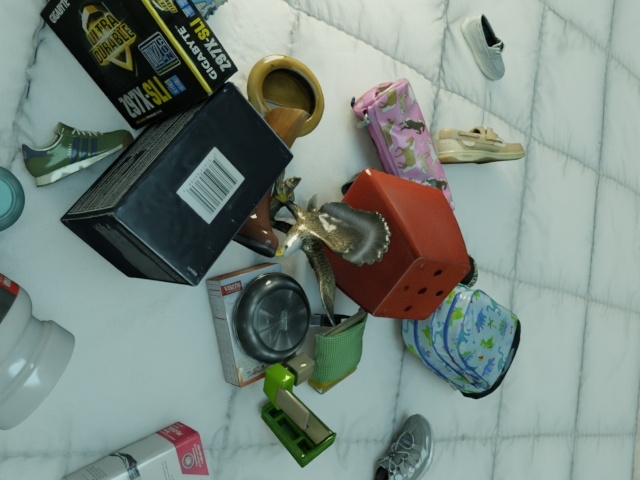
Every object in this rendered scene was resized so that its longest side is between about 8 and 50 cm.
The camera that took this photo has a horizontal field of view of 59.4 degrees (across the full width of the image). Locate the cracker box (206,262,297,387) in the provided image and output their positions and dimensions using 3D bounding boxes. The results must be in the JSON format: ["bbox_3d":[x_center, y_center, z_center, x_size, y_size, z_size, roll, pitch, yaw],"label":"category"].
[{"bbox_3d":[-0.145,0.176,1.210,0.155,0.067,0.232,-15,99,-38],"label":"cracker box"}]

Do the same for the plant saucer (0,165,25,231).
[{"bbox_3d":[-0.553,-0.071,0.926,0.119,0.021,0.119,0,89,-37],"label":"plant saucer"}]

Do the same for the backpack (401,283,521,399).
[{"bbox_3d":[0.383,0.249,1.527,0.355,0.273,0.290,34,76,-18],"label":"backpack"}]

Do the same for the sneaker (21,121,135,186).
[{"bbox_3d":[-0.431,-0.173,0.992,0.192,0.064,0.086,-36,115,-29],"label":"sneaker"}]

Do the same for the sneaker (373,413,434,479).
[{"bbox_3d":[0.207,0.582,1.452,0.115,0.105,0.281,35,70,-32],"label":"sneaker"}]

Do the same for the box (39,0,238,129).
[{"bbox_3d":[-0.309,-0.332,0.928,0.079,0.322,0.257,-51,119,-28],"label":"box"}]

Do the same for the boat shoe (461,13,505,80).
[{"bbox_3d":[0.518,-0.591,1.718,0.227,0.081,0.079,48,63,-27],"label":"boat shoe"}]

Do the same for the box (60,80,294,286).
[{"bbox_3d":[-0.253,-0.091,0.985,0.183,0.294,0.296,48,63,-29],"label":"box"}]

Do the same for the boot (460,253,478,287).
[{"bbox_3d":[0.379,0.019,1.611,0.178,0.085,0.236,26,51,-54],"label":"boot"}]

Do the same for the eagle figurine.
[{"bbox_3d":[-0.007,0.007,1.182,0.298,0.226,0.225,37,72,17],"label":"eagle figurine"}]

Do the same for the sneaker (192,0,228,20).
[{"bbox_3d":[-0.261,-0.478,1.123,0.283,0.110,0.122,-25,122,-33],"label":"sneaker"}]

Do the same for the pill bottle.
[{"bbox_3d":[-0.560,0.110,0.801,0.363,0.210,0.210,44,65,-29],"label":"pill bottle"}]

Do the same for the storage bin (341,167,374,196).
[{"bbox_3d":[0.117,-0.110,1.408,0.135,0.098,0.091,60,30,-20],"label":"storage bin"}]

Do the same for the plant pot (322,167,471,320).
[{"bbox_3d":[0.176,0.033,1.278,0.267,0.236,0.267,11,126,-37],"label":"plant pot"}]

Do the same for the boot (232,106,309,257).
[{"bbox_3d":[-0.091,-0.121,1.090,0.096,0.264,0.280,31,92,-26],"label":"boot"}]

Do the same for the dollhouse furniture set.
[{"bbox_3d":[0.033,0.314,1.243,0.301,0.151,0.198,-27,143,-36],"label":"dollhouse furniture set"}]

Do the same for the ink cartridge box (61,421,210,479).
[{"bbox_3d":[-0.331,0.475,1.042,0.237,0.100,0.172,-18,100,-37],"label":"ink cartridge box"}]

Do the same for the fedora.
[{"bbox_3d":[-0.086,-0.315,1.252,0.194,0.079,0.194,2,87,-31],"label":"fedora"}]

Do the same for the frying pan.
[{"bbox_3d":[-0.049,0.196,1.220,0.326,0.053,0.197,35,68,-32],"label":"frying pan"}]

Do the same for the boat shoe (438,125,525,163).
[{"bbox_3d":[0.487,-0.286,1.667,0.341,0.121,0.110,-7,95,-36],"label":"boat shoe"}]

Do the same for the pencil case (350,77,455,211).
[{"bbox_3d":[0.217,-0.212,1.437,0.167,0.160,0.386,-27,109,0],"label":"pencil case"}]
